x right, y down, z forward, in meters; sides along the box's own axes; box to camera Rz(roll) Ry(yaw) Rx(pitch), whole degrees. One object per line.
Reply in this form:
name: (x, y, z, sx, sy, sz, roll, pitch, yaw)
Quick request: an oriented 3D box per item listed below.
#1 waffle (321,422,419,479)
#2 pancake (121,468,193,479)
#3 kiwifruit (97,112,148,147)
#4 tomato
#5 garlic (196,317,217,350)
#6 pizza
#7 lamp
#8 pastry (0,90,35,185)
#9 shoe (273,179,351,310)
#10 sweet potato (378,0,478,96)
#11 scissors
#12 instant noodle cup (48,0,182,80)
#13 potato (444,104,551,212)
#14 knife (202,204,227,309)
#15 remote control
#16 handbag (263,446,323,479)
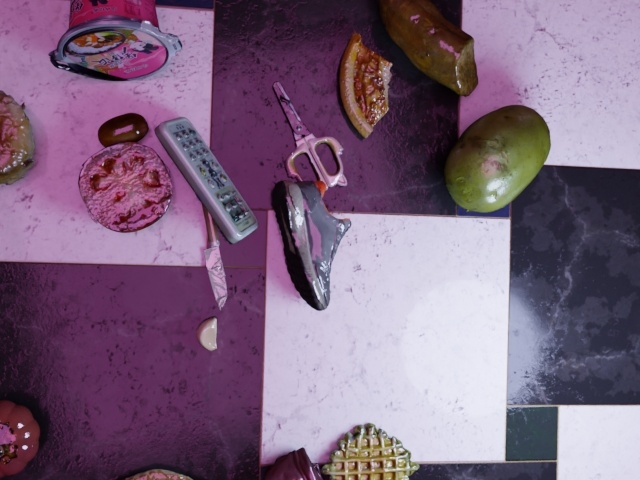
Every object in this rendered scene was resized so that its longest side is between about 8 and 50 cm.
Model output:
waffle: (0.128, 0.581, 1.797, 0.208, 0.054, 0.214, -44, 93, -10)
pancake: (-0.398, 0.731, 1.718, 0.357, 0.065, 0.355, 0, 90, -7)
kiwifruit: (-0.482, -0.267, 1.714, 0.125, 0.075, 0.075, -21, 92, -4)
tomato: (-0.467, -0.127, 1.707, 0.225, 0.085, 0.224, 0, 87, -6)
garlic: (-0.283, 0.235, 1.752, 0.053, 0.041, 0.083, -7, 98, -21)
pizza: (0.114, -0.399, 1.807, 0.135, 0.056, 0.270, 5, 89, 0)
lamp: (-0.747, 0.462, 1.632, 0.182, 0.140, 0.181, 1, 86, -11)
pastry: (-0.797, -0.234, 1.646, 0.257, 0.121, 0.235, -27, 89, -5)
shoe: (0.000, 0.000, 1.761, 0.171, 0.132, 0.336, -16, 96, -22)
sweet potato: (0.264, -0.520, 1.788, 0.370, 0.158, 0.158, 43, 84, 5)
scissors: (-0.044, -0.262, 1.798, 0.160, 0.024, 0.317, -28, 93, -6)
instant noodle cup: (-0.481, -0.512, 1.645, 0.303, 0.258, 0.181, -5, 75, -9)
potato: (0.447, -0.208, 1.780, 0.304, 0.216, 0.215, -38, 94, -4)
knife: (-0.271, 0.027, 1.765, 0.047, 0.017, 0.297, -11, 91, -7)
remote control: (-0.280, -0.146, 1.719, 0.066, 0.128, 0.335, -32, 94, 24)
handbag: (-0.038, 0.631, 1.728, 0.135, 0.146, 0.225, -29, 91, -4)
